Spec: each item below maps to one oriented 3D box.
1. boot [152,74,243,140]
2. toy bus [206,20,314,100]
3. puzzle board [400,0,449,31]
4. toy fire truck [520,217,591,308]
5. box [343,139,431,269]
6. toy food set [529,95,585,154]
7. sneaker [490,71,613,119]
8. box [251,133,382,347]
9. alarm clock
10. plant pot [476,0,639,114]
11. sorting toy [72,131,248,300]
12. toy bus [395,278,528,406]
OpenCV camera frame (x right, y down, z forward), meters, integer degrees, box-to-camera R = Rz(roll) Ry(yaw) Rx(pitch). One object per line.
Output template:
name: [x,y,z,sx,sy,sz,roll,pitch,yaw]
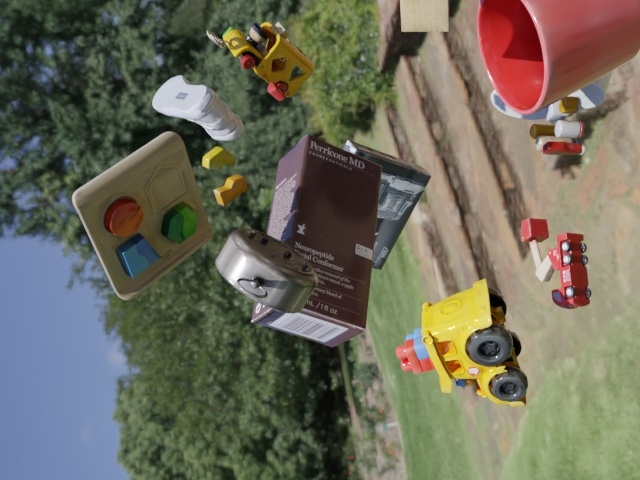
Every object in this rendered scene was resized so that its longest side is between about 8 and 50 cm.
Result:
boot: [-0.254,-0.263,1.576,0.123,0.095,0.258,42,174,-34]
toy bus: [-0.104,-0.378,1.508,0.191,0.104,0.202,44,-167,-5]
puzzle board: [0.198,-0.464,1.453,0.011,0.097,0.128,-45,-45,-51]
toy fire truck: [0.452,0.042,1.473,0.135,0.047,0.191,152,119,-64]
box: [0.118,-0.088,2.035,0.307,0.243,0.076,-63,29,20]
toy food set: [0.589,-0.264,1.814,0.232,0.105,0.111,110,162,-75]
sneaker: [0.583,-0.395,1.890,0.169,0.293,0.108,-57,-49,-31]
box: [0.000,0.000,1.528,0.143,0.191,0.381,-38,39,52]
alarm clock: [-0.068,0.039,0.959,0.064,0.129,0.192,-58,0,15]
plant pot: [0.482,-0.415,1.519,0.275,0.243,0.274,160,90,-82]
sorting toy: [-0.249,-0.063,1.290,0.041,0.307,0.229,26,144,37]
toy bus: [0.256,0.209,1.389,0.149,0.212,0.220,-80,-34,-61]
